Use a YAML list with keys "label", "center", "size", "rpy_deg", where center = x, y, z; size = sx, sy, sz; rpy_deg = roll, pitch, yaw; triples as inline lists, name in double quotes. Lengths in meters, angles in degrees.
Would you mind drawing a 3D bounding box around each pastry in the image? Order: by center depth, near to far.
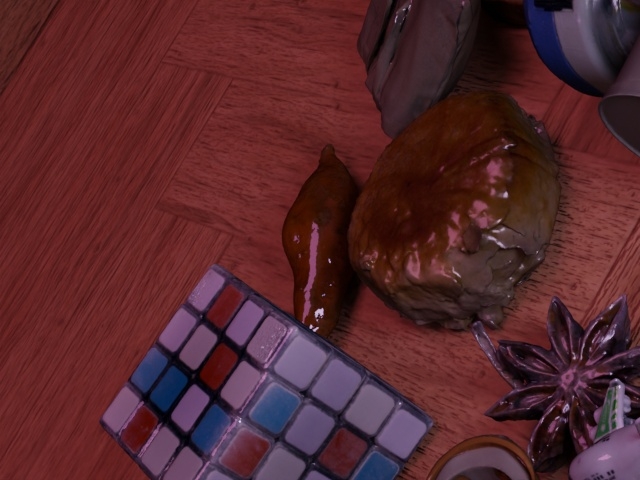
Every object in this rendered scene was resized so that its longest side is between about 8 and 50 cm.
- label: "pastry"
  center: [0.159, -0.040, 2.271]
  size: [0.329, 0.136, 0.330]
  rpy_deg: [-30, 42, 31]

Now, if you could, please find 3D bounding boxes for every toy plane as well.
- label: "toy plane"
  center: [0.310, 0.222, 1.833]
  size: [0.174, 0.080, 0.174]
  rpy_deg: [-44, 39, 50]

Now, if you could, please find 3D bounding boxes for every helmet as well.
- label: "helmet"
  center: [0.173, 0.333, 1.933]
  size: [0.198, 0.130, 0.224]
  rpy_deg: [-11, 42, 40]

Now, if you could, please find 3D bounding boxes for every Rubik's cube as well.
- label: "Rubik's cube"
  center: [-0.067, 0.221, 2.204]
  size: [0.253, 0.259, 0.256]
  rpy_deg: [-56, 34, 0]

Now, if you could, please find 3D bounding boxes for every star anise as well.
- label: "star anise"
  center: [0.274, 0.157, 2.007]
  size: [0.262, 0.081, 0.230]
  rpy_deg: [23, 86, 43]

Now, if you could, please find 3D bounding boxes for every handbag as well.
- label: "handbag"
  center: [0.139, -0.299, 2.504]
  size: [0.316, 0.109, 0.253]
  rpy_deg: [-104, 31, -52]

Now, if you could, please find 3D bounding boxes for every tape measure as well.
- label: "tape measure"
  center: [0.366, -0.299, 2.141]
  size: [0.138, 0.259, 0.262]
  rpy_deg: [1, 68, 52]

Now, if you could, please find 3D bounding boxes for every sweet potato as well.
- label: "sweet potato"
  center: [0.002, -0.005, 2.455]
  size: [0.112, 0.112, 0.359]
  rpy_deg: [-28, 38, 32]

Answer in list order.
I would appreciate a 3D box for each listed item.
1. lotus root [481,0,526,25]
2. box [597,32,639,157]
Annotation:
- label: "lotus root"
  center: [0.281, -0.380, 2.481]
  size: [0.170, 0.074, 0.261]
  rpy_deg: [-24, 45, 37]
- label: "box"
  center: [0.435, -0.159, 1.967]
  size: [0.226, 0.226, 0.149]
  rpy_deg: [13, 71, 54]
